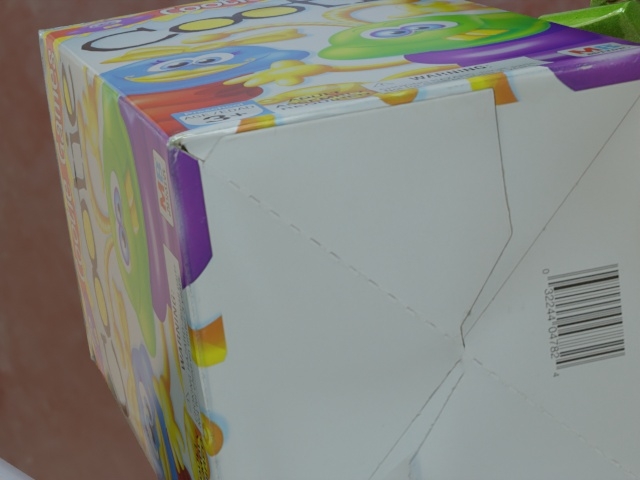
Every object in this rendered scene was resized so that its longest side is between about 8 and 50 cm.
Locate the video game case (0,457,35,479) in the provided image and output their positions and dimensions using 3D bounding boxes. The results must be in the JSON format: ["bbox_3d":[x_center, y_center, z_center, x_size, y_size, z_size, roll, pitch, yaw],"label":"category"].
[{"bbox_3d":[-0.261,0.225,0.880,0.329,0.300,0.036,36,178,-19],"label":"video game case"}]

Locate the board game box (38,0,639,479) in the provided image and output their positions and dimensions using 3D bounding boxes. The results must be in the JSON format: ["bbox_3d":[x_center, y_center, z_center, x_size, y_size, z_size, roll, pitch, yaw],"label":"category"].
[{"bbox_3d":[0.000,0.000,0.587,0.275,0.142,0.144,-142,43,-70],"label":"board game box"}]

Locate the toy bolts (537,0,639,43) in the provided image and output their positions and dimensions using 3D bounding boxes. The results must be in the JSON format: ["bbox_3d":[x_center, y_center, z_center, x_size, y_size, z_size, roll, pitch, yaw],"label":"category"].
[{"bbox_3d":[0.204,-0.050,0.954,0.218,0.228,0.158,0,132,48],"label":"toy bolts"}]
